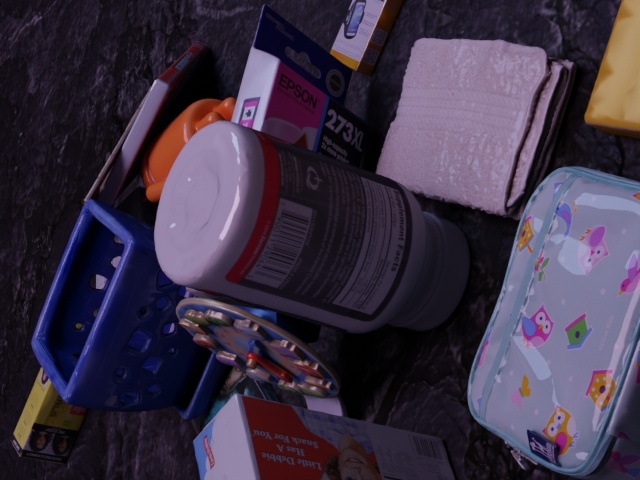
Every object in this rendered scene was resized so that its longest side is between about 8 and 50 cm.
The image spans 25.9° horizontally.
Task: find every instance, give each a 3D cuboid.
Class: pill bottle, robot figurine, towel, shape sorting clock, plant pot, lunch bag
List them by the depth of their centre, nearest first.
[{"bbox_3d":[0.245,0.079,1.268,0.224,0.108,0.279,27,98,57],"label":"lunch bag"},{"bbox_3d":[0.000,0.000,1.479,0.176,0.318,0.176,-30,51,46],"label":"pill bottle"},{"bbox_3d":[0.162,-0.129,1.551,0.282,0.049,0.187,16,88,58],"label":"towel"},{"bbox_3d":[-0.071,0.124,1.565,0.206,0.206,0.040,-12,47,54],"label":"shape sorting clock"},{"bbox_3d":[-0.234,0.101,1.876,0.236,0.212,0.236,36,106,62],"label":"plant pot"},{"bbox_3d":[-0.175,-0.118,1.978,0.219,0.128,0.158,-35,48,47],"label":"robot figurine"}]

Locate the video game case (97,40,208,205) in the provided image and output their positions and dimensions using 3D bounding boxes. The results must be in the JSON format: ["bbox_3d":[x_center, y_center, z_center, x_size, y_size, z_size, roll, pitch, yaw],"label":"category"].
[{"bbox_3d":[-0.246,-0.180,2.080,0.204,0.025,0.285,-61,4,20],"label":"video game case"}]

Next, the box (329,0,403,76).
[{"bbox_3d":[0.064,-0.286,1.795,0.081,0.028,0.136,37,104,56],"label":"box"}]

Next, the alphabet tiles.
[{"bbox_3d":[-0.304,-0.106,2.062,0.198,0.009,0.237,-63,4,-19],"label":"alphabet tiles"}]

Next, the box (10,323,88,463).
[{"bbox_3d":[-0.404,0.235,2.198,0.058,0.087,0.232,38,106,54],"label":"box"}]

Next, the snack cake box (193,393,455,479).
[{"bbox_3d":[0.017,0.257,1.381,0.089,0.264,0.152,-49,39,33],"label":"snack cake box"}]

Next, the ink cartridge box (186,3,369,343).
[{"bbox_3d":[-0.037,-0.081,1.639,0.069,0.176,0.371,-6,63,41],"label":"ink cartridge box"}]

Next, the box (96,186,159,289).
[{"bbox_3d":[-0.281,0.010,2.131,0.137,0.072,0.126,-37,47,42],"label":"box"}]

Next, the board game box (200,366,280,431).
[{"bbox_3d":[-0.091,0.247,1.773,0.126,0.026,0.186,-61,34,18],"label":"board game box"}]

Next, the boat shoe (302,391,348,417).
[{"bbox_3d":[0.007,0.186,1.641,0.049,0.040,0.142,-50,38,16],"label":"boat shoe"}]

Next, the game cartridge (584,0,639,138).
[{"bbox_3d":[0.399,-0.215,1.240,0.323,0.052,0.285,19,91,55],"label":"game cartridge"}]
